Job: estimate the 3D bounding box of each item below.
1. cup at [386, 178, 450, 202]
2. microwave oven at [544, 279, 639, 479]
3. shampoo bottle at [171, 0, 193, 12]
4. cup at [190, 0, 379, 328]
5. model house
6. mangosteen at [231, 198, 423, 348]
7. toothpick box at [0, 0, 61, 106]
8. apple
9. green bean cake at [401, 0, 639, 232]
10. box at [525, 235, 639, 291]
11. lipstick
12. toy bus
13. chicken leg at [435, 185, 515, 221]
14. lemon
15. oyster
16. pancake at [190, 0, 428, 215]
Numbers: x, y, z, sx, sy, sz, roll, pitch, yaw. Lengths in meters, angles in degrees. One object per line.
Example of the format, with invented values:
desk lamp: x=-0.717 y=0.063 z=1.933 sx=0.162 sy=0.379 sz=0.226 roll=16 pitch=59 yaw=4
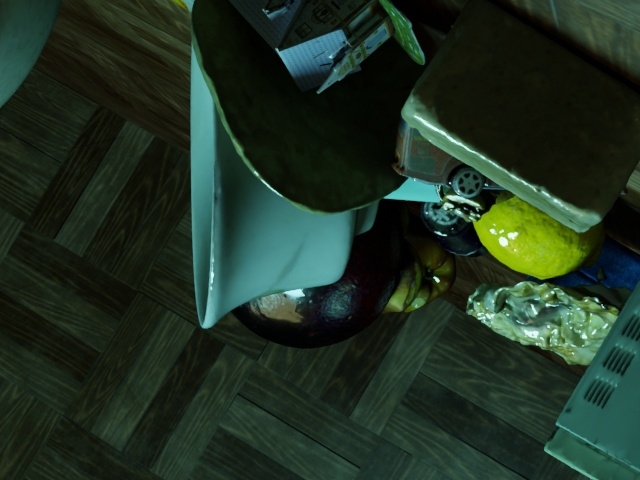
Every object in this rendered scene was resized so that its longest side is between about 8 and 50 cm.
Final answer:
cup: x=0.072 y=-0.098 z=1.770 sx=0.236 sy=0.134 sz=0.148 roll=17 pitch=138 yaw=56
microwave oven: x=0.411 y=0.165 z=1.448 sx=0.355 sy=0.286 sz=0.218 roll=31 pitch=177 yaw=-21
shampoo bottle: x=-0.146 y=-0.272 z=1.784 sx=0.227 sy=0.056 sz=0.086 roll=31 pitch=175 yaw=-4
cup: x=-0.033 y=-0.091 z=1.624 sx=0.163 sy=0.347 sz=0.347 roll=0 pitch=179 yaw=-8
model house: x=-0.008 y=-0.179 z=1.360 sx=0.167 sy=0.088 sz=0.117 roll=49 pitch=178 yaw=18
mangosteen: x=0.000 y=0.000 z=2.549 sx=0.307 sy=0.307 sz=0.347 roll=28 pitch=-157 yaw=38
toothpick box: x=-0.416 y=-0.260 z=1.493 sx=0.409 sy=0.409 sz=0.425 roll=33 pitch=-179 yaw=-23
apple: x=0.141 y=0.036 z=2.815 sx=0.158 sy=0.147 sz=0.156 roll=15 pitch=133 yaw=40
green bean cake: x=0.162 y=-0.095 z=1.349 sx=0.179 sy=0.109 sz=0.085 roll=31 pitch=177 yaw=1
box: x=0.379 y=0.100 z=2.119 sx=0.261 sy=0.116 sz=0.279 roll=30 pitch=178 yaw=2
lipstick: x=0.185 y=-0.019 z=2.267 sx=0.081 sy=0.081 sz=0.300 roll=30 pitch=178 yaw=14
toy bus: x=0.156 y=-0.073 z=1.430 sx=0.192 sy=0.077 sz=0.065 roll=2 pitch=-167 yaw=-9
chicken leg: x=0.144 y=-0.076 z=1.555 sx=0.085 sy=0.101 sz=0.207 roll=3 pitch=-159 yaw=15
lemon: x=0.222 y=-0.020 z=1.766 sx=0.155 sy=0.114 sz=0.114 roll=31 pitch=176 yaw=-20
oyster: x=0.295 y=0.083 z=1.843 sx=0.201 sy=0.107 sz=0.354 roll=-1 pitch=-179 yaw=-25
pancake: x=-0.009 y=-0.127 z=1.446 sx=0.242 sy=0.242 sz=0.050 roll=32 pitch=146 yaw=-20
